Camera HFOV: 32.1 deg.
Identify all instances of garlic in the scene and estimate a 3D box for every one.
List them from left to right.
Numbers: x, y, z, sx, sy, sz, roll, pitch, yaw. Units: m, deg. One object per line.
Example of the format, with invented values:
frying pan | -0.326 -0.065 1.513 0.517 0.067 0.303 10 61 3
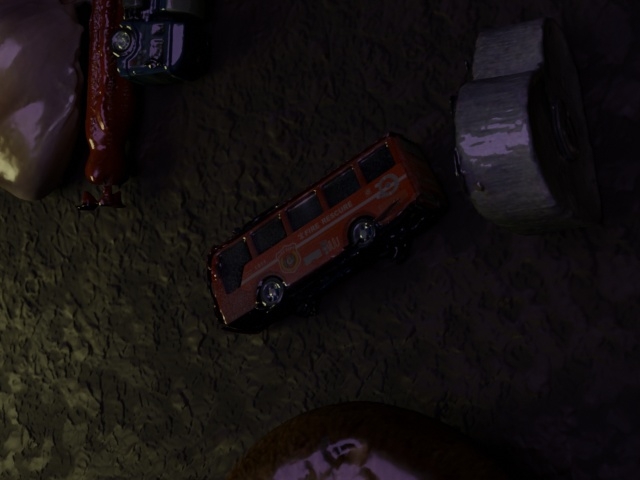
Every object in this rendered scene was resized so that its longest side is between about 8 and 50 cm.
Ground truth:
garlic | -0.333 -0.182 1.170 0.217 0.110 0.228 33 103 31

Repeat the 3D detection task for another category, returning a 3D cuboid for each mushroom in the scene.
mushroom | 0.056 0.306 0.868 0.345 0.239 0.345 -21 58 38

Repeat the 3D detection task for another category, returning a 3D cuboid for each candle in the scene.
candle | -0.211 -0.194 1.132 0.048 0.051 0.329 0 86 43
candle | 0.164 -0.073 0.864 0.068 0.192 0.168 -10 126 28

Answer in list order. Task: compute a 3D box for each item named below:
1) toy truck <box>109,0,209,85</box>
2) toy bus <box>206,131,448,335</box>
toy truck | -0.150 -0.255 1.094 0.088 0.074 0.202 2 87 21
toy bus | 0.000 0.000 0.992 0.235 0.073 0.096 -31 63 24
